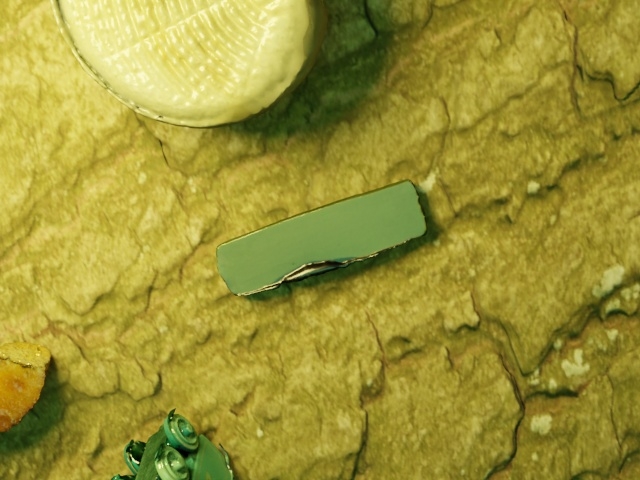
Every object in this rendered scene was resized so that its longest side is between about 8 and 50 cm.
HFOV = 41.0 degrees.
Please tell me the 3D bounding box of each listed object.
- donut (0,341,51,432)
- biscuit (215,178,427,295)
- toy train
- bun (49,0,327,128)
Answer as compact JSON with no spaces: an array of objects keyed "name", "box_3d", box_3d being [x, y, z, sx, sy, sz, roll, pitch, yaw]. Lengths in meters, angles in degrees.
[{"name":"donut","box_3d":[-0.548,0.218,1.319,0.259,0.101,0.152,15,102,-2]},{"name":"biscuit","box_3d":[0.000,0.000,1.288,0.323,0.038,0.099,-19,97,6]},{"name":"toy train","box_3d":[-0.216,0.365,1.291,0.112,0.203,0.163,-35,107,14]},{"name":"bun","box_3d":[-0.163,-0.337,1.142,0.364,0.202,0.364,1,108,4]}]
